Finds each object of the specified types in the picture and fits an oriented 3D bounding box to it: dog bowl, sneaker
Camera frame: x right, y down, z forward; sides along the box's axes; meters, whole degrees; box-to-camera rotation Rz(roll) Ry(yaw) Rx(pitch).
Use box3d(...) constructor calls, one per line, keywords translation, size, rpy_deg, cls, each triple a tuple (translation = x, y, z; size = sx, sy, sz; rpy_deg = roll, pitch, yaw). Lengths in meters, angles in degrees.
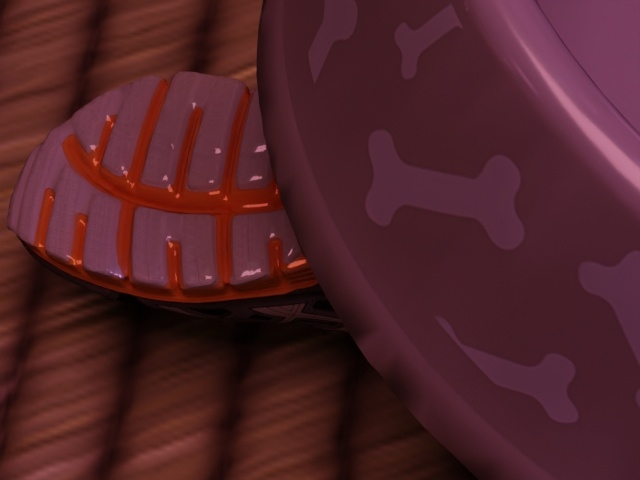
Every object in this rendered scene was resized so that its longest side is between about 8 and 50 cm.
box3d(translation=(0.161, -0.060, 0.466), size=(0.349, 0.102, 0.349), rpy_deg=(8, 57, -12), cls="dog bowl")
box3d(translation=(0.000, 0.000, 0.530), size=(0.215, 0.083, 0.084), rpy_deg=(5, 61, 12), cls="sneaker")
